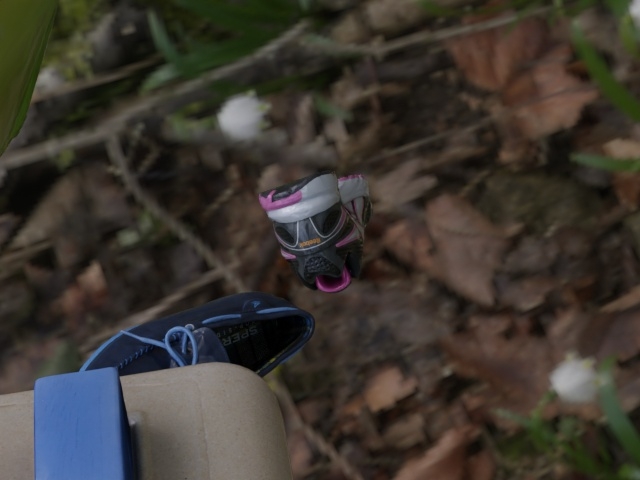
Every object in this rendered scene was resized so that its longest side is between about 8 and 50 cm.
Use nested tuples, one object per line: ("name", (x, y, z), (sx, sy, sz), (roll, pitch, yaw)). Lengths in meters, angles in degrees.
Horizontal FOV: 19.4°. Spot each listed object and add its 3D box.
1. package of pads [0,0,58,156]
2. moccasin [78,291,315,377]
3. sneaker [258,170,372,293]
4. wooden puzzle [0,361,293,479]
("package of pads", (-0.139, -0.107, 0.560), (0.101, 0.229, 0.296), (18, 125, 0))
("moccasin", (-0.142, 0.132, 2.111), (0.117, 0.342, 0.138), (-1, 114, 43))
("sneaker", (0.000, 0.000, 1.296), (0.072, 0.178, 0.077), (-17, 87, 14))
("wooden puzzle", (-0.177, 0.178, 0.946), (0.322, 0.348, 0.080), (-102, 9, -51))
